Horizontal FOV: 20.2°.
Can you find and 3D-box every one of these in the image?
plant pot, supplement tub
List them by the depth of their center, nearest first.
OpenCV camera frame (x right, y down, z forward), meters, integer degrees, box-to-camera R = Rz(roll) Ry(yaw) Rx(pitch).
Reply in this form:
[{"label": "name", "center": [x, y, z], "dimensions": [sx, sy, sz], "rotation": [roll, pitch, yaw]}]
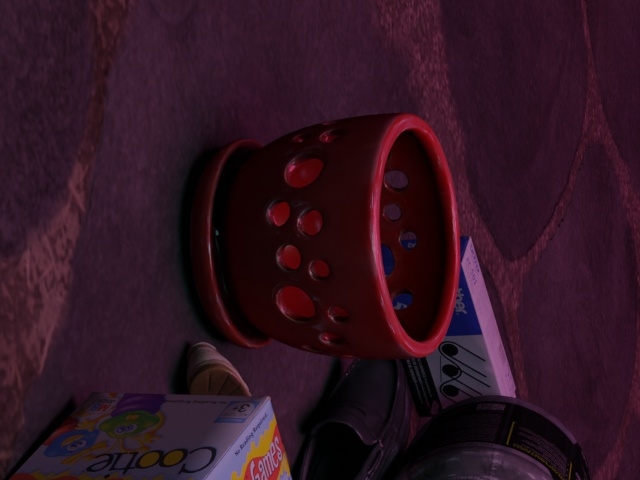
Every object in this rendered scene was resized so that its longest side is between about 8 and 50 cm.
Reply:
[{"label": "plant pot", "center": [0.000, 0.000, 1.410], "dimensions": [0.191, 0.174, 0.191], "rotation": [-3, 90, -69]}, {"label": "supplement tub", "center": [0.149, 0.263, 1.648], "dimensions": [0.316, 0.194, 0.193], "rotation": [-32, 116, -78]}]

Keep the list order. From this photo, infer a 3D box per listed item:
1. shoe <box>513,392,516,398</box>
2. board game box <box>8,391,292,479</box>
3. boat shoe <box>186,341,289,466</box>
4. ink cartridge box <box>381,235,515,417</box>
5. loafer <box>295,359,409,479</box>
[{"label": "shoe", "center": [0.173, 0.214, 1.949], "dimensions": [0.081, 0.063, 0.178], "rotation": [10, 82, -72]}, {"label": "board game box", "center": [-0.089, 0.253, 1.183], "dimensions": [0.142, 0.144, 0.275], "rotation": [-50, 132, -52]}, {"label": "boat shoe", "center": [-0.066, 0.146, 1.396], "dimensions": [0.048, 0.056, 0.153], "rotation": [-116, 180, -57]}, {"label": "ink cartridge box", "center": [0.124, 0.090, 1.806], "dimensions": [0.046, 0.097, 0.207], "rotation": [-68, 147, -47]}, {"label": "loafer", "center": [0.027, 0.177, 1.581], "dimensions": [0.078, 0.076, 0.223], "rotation": [75, 27, -44]}]
